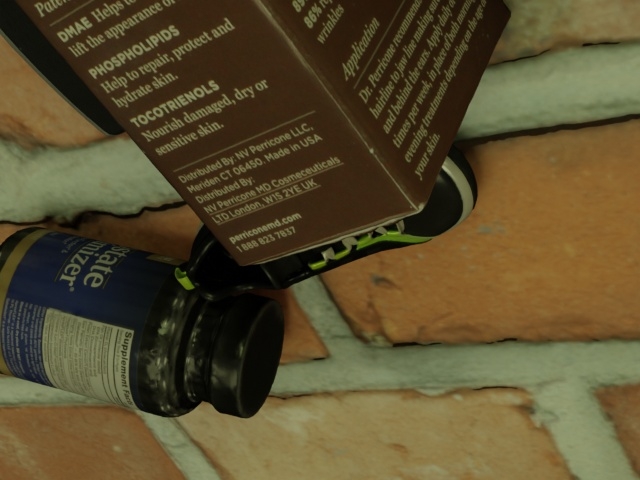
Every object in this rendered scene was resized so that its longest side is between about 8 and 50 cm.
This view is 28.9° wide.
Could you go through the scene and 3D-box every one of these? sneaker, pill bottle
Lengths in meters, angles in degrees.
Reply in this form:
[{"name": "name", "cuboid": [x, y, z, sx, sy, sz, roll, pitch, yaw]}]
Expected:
[{"name": "sneaker", "cuboid": [0.000, 0.000, 0.846, 0.234, 0.097, 0.084, -16, 123, 37]}, {"name": "pill bottle", "cuboid": [-0.146, 0.068, 0.969, 0.219, 0.123, 0.123, 12, 135, 16]}]

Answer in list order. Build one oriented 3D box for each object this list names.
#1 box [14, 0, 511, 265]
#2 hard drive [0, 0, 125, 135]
[{"name": "box", "cuboid": [-0.073, -0.190, 0.632, 0.143, 0.191, 0.381, -17, 121, 38]}, {"name": "hard drive", "cuboid": [-0.157, -0.183, 0.781, 0.172, 0.054, 0.255, -17, 122, 38]}]
